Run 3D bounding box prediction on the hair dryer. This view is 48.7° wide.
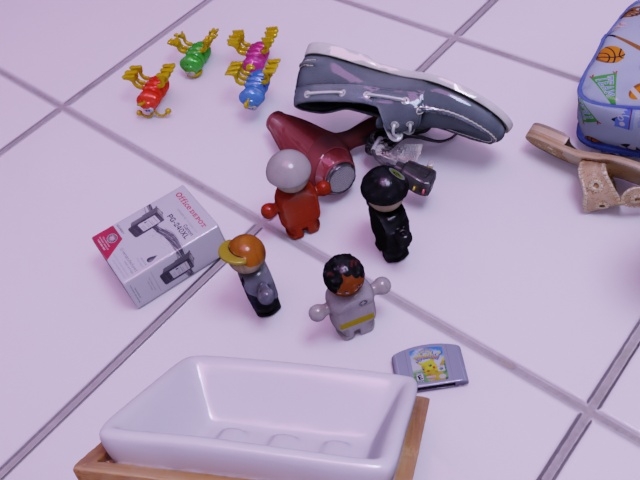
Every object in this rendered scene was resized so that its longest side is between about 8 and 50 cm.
[{"bbox_3d":[0.051,-0.143,1.063,0.293,0.080,0.224,12,39,13],"label":"hair dryer"}]

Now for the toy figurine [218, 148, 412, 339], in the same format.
[{"bbox_3d":[0.000,0.000,0.888,0.213,0.148,0.210,15,56,21],"label":"toy figurine"}]

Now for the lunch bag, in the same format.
[{"bbox_3d":[0.506,-0.224,0.981,0.243,0.115,0.303,16,56,32],"label":"lunch bag"}]

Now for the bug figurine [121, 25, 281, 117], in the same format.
[{"bbox_3d":[-0.182,-0.286,1.206,0.278,0.072,0.216,3,46,19],"label":"bug figurine"}]

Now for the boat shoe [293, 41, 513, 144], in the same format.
[{"bbox_3d":[0.108,-0.185,1.003,0.319,0.116,0.099,23,84,16],"label":"boat shoe"}]

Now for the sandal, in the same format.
[{"bbox_3d":[0.365,-0.077,0.946,0.240,0.088,0.079,36,96,40],"label":"sandal"}]

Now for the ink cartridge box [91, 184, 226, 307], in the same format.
[{"bbox_3d":[-0.220,0.005,0.981,0.150,0.063,0.109,-33,53,-16],"label":"ink cartridge box"}]

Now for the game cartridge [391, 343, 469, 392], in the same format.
[{"bbox_3d":[0.127,0.149,0.829,0.083,0.017,0.056,-10,46,3],"label":"game cartridge"}]

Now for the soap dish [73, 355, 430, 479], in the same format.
[{"bbox_3d":[-0.048,0.208,0.691,0.290,0.118,0.229,2,11,13],"label":"soap dish"}]
